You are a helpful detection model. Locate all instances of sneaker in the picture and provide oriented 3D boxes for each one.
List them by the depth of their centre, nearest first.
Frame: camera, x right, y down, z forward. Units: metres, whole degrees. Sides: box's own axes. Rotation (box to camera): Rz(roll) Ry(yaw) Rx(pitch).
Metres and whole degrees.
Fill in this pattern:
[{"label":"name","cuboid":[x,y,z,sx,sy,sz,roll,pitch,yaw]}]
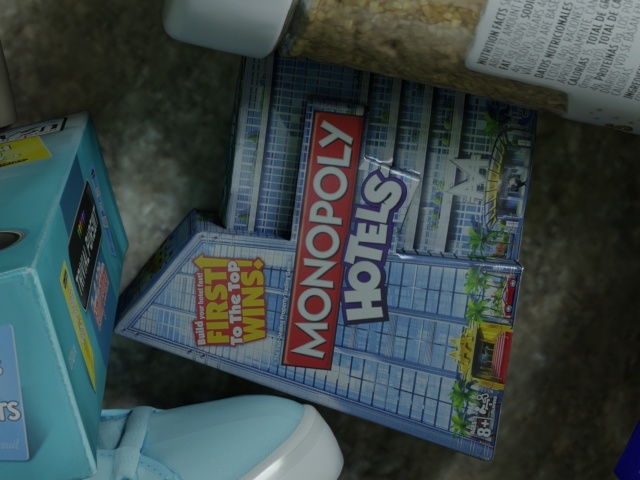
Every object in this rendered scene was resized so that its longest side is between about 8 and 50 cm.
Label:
[{"label":"sneaker","cuboid":[-0.177,0.117,0.876,0.365,0.135,0.150,-18,106,-1]}]

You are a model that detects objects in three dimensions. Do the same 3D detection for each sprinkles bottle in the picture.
[{"label":"sprinkles bottle","cuboid":[0.110,-0.115,0.837,0.355,0.121,0.121,11,102,-10]}]

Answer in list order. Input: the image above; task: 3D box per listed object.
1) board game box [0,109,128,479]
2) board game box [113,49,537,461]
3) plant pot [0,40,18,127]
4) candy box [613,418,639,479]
[{"label":"board game box","cuboid":[-0.215,0.036,0.751,0.253,0.336,0.079,-15,103,-1]},{"label":"board game box","cuboid":[0.000,0.000,0.899,0.194,0.060,0.194,6,102,-6]},{"label":"plant pot","cuboid":[-0.202,-0.097,0.843,0.109,0.109,0.096,-3,96,-3]},{"label":"candy box","cuboid":[0.330,0.038,0.824,0.317,0.122,0.268,12,110,-32]}]
